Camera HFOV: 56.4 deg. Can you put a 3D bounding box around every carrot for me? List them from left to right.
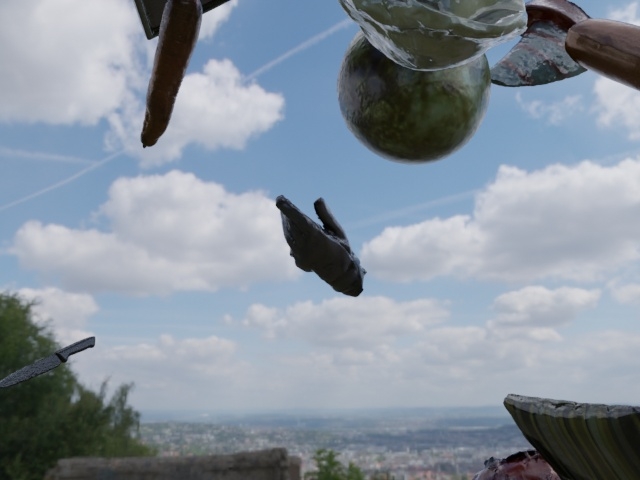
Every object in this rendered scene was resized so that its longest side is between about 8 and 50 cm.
[{"bbox_3d":[-0.230,-0.251,0.900,0.059,0.247,0.059,18,17,-6],"label":"carrot"}]

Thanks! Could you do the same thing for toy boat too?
[{"bbox_3d":[0.443,-0.381,1.216,0.206,0.282,0.096,41,-28,10],"label":"toy boat"}]

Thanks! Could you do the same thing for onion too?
[{"bbox_3d":[0.303,0.384,0.831,0.184,0.184,0.147,4,20,-15],"label":"onion"}]

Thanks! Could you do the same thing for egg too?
[{"bbox_3d":[0.145,-0.232,0.929,0.238,0.289,0.238,0,-53,0],"label":"egg"}]

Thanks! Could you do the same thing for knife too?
[{"bbox_3d":[-0.397,0.178,0.874,0.010,0.023,0.170,-19,4,33],"label":"knife"}]

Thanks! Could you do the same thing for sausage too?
[{"bbox_3d":[0.550,-0.323,1.048,0.105,0.274,0.105,-16,-51,-22],"label":"sausage"}]

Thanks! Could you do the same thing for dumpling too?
[{"bbox_3d":[0.089,-0.230,0.541,0.162,0.250,0.132,-13,-47,-9],"label":"dumpling"}]

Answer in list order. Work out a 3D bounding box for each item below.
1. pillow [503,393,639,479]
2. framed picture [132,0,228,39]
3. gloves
[{"bbox_3d":[0.326,0.262,0.668,0.052,0.208,0.212,-36,3,-23],"label":"pillow"},{"bbox_3d":[-0.217,-0.471,0.995,0.232,0.024,0.315,-31,-8,-11],"label":"framed picture"},{"bbox_3d":[0.004,0.008,1.278,0.142,0.119,0.285,-40,-73,14],"label":"gloves"}]
